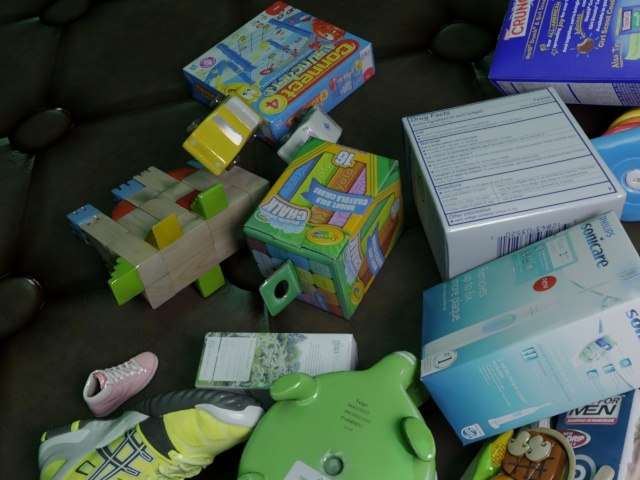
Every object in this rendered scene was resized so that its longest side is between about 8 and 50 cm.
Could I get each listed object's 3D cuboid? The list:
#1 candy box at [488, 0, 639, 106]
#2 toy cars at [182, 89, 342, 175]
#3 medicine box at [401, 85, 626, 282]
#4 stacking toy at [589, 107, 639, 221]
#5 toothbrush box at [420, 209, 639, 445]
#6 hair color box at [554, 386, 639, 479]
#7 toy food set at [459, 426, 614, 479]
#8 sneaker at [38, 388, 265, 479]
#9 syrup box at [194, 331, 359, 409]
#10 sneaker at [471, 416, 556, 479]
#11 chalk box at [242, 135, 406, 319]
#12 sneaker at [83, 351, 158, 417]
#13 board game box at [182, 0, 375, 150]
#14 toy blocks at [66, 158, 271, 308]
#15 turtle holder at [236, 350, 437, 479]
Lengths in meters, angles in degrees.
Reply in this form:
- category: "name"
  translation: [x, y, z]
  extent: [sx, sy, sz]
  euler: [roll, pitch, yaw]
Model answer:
- category: "candy box"
  translation: [0.481, -0.370, 1.141]
  extent: [0.317, 0.122, 0.268]
  euler: [12, 80, 37]
- category: "toy cars"
  translation: [-0.078, -0.204, 1.230]
  extent: [0.393, 0.087, 0.177]
  euler: [-2, 64, -45]
- category: "medicine box"
  translation: [0.292, -0.089, 1.081]
  extent: [0.263, 0.149, 0.289]
  euler: [-11, 45, 1]
- category: "stacking toy"
  translation: [0.574, -0.184, 1.185]
  extent: [0.175, 0.166, 0.302]
  euler: [-14, 29, 38]
- category: "toothbrush box"
  translation: [0.291, 0.112, 0.887]
  extent: [0.295, 0.126, 0.216]
  euler: [-25, 21, 22]
- category: "hair color box"
  translation: [0.335, 0.363, 0.771]
  extent: [0.105, 0.174, 0.347]
  euler: [-21, 34, 52]
- category: "toy food set"
  translation: [0.241, 0.277, 0.798]
  extent: [0.132, 0.038, 0.192]
  euler: [-52, 22, -14]
- category: "sneaker"
  translation: [-0.234, 0.310, 0.940]
  extent: [0.384, 0.145, 0.147]
  euler: [-24, 58, 24]
- category: "syrup box"
  translation: [-0.062, 0.203, 1.034]
  extent: [0.236, 0.096, 0.093]
  euler: [-1, 55, 11]
- category: "sneaker"
  translation: [0.243, 0.321, 0.878]
  extent: [0.122, 0.110, 0.283]
  euler: [3, 50, 25]
- category: "chalk box"
  translation: [0.000, 0.000, 1.127]
  extent: [0.179, 0.180, 0.289]
  euler: [19, 60, 24]
- category: "sneaker"
  translation: [-0.327, 0.223, 1.090]
  extent: [0.051, 0.070, 0.134]
  euler: [32, 64, 32]
- category: "board game box"
  translation: [-0.092, -0.377, 1.493]
  extent: [0.302, 0.086, 0.308]
  euler: [34, 66, 31]
- category: "toy blocks"
  translation: [-0.275, -0.043, 1.233]
  extent: [0.381, 0.191, 0.260]
  euler: [-36, 45, -29]
- category: "turtle holder"
  translation: [0.030, 0.288, 0.868]
  extent: [0.243, 0.227, 0.320]
  euler: [-4, 52, 10]
